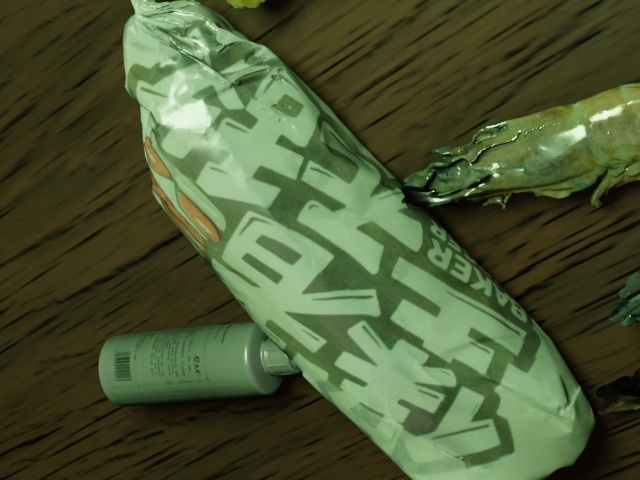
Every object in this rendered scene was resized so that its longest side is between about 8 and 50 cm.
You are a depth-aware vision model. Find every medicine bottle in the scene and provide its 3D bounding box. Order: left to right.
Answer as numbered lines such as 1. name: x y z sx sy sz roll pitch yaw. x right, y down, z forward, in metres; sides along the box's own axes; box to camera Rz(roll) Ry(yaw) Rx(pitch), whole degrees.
1. medicine bottle: -0.069 0.089 1.156 0.199 0.057 0.057 -8 115 28

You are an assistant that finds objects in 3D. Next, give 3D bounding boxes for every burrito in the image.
1. burrito: 0.000 0.000 1.031 0.445 0.139 0.101 47 165 -5

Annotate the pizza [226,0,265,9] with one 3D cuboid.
1. pizza: 0.017 -0.270 0.889 0.226 0.086 0.335 25 124 11

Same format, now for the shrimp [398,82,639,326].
1. shrimp: 0.163 -0.018 0.986 0.219 0.046 0.152 -9 110 19

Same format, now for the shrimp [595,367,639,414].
1. shrimp: 0.279 0.094 0.961 0.262 0.117 0.066 -19 132 33
